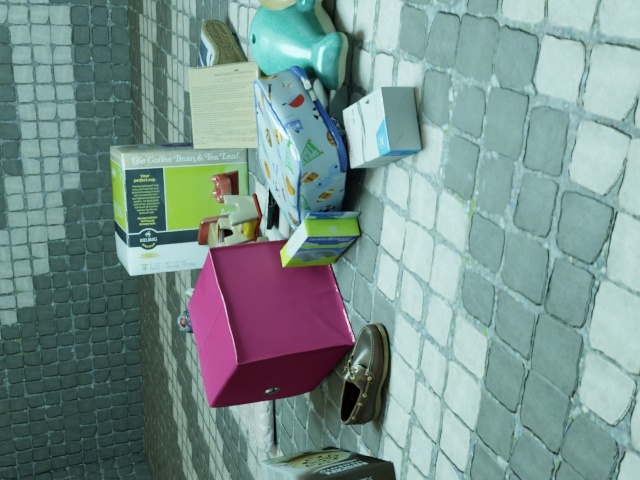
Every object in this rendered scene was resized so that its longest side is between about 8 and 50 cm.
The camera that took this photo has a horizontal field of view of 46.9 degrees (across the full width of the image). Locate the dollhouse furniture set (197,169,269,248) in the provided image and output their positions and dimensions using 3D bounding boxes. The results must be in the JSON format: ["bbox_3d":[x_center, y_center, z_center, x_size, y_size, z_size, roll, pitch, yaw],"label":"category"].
[{"bbox_3d":[-0.184,-0.026,1.754,0.374,0.152,0.201,111,145,-53],"label":"dollhouse furniture set"}]

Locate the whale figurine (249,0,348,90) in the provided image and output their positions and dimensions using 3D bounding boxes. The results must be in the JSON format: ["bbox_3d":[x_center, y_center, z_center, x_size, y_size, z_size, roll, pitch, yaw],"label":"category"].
[{"bbox_3d":[-0.044,-0.366,1.383,0.272,0.141,0.216,-130,40,-51],"label":"whale figurine"}]

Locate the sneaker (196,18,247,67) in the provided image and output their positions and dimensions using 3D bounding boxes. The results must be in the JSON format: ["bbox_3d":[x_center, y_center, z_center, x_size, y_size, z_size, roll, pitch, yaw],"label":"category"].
[{"bbox_3d":[-0.255,-0.425,1.914,0.153,0.099,0.282,112,145,-49],"label":"sneaker"}]

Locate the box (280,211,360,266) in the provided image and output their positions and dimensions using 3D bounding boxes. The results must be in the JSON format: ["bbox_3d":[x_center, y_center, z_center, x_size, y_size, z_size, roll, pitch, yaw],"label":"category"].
[{"bbox_3d":[0.000,0.000,1.413,0.178,0.109,0.043,130,133,-60],"label":"box"}]

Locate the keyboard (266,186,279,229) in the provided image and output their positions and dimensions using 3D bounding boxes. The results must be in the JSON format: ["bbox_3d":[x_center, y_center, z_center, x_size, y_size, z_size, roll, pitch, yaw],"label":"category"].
[{"bbox_3d":[-0.105,-0.112,1.745,0.100,0.038,0.192,-90,4,-63],"label":"keyboard"}]

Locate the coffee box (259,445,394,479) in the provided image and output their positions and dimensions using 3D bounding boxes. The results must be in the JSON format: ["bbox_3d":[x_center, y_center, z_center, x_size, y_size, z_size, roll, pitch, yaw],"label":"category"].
[{"bbox_3d":[0.010,0.488,1.442,0.297,0.168,0.119,159,103,-65],"label":"coffee box"}]

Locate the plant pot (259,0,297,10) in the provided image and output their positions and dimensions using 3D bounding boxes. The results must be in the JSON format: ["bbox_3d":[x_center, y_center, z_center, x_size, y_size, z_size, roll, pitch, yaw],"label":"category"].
[{"bbox_3d":[-0.047,-0.531,1.337,0.236,0.032,0.236,-25,54,39],"label":"plant pot"}]

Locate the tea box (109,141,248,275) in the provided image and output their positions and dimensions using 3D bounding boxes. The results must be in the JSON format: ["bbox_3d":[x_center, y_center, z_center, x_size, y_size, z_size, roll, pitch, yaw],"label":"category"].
[{"bbox_3d":[-0.379,-0.098,1.993,0.220,0.328,0.324,-152,60,-63],"label":"tea box"}]

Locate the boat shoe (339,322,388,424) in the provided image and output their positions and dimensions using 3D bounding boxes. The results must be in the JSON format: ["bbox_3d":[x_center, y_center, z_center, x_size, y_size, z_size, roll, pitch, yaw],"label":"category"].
[{"bbox_3d":[0.076,0.249,1.349,0.073,0.073,0.207,-139,49,-59],"label":"boat shoe"}]

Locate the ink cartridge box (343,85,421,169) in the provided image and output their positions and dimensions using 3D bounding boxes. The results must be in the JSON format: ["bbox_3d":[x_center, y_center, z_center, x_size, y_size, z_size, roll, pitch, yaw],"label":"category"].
[{"bbox_3d":[0.091,-0.179,1.218,0.180,0.060,0.104,165,98,-67],"label":"ink cartridge box"}]

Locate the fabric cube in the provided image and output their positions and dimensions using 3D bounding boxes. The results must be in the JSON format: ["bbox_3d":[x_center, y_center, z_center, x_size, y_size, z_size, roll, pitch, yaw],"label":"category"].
[{"bbox_3d":[-0.112,0.172,1.540,0.258,0.254,0.259,123,136,-54],"label":"fabric cube"}]

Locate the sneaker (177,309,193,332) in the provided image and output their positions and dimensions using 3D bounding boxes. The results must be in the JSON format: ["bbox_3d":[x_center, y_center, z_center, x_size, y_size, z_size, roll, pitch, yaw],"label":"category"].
[{"bbox_3d":[-0.395,0.268,2.381,0.262,0.125,0.104,154,107,-66],"label":"sneaker"}]

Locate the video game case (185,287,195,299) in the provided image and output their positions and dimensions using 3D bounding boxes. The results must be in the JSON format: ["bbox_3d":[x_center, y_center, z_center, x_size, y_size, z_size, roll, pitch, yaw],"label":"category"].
[{"bbox_3d":[-0.238,0.216,1.856,0.227,0.026,0.206,52,162,-17],"label":"video game case"}]

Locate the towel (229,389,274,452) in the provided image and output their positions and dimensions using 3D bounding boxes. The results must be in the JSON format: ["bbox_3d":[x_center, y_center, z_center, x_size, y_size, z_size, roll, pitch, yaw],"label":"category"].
[{"bbox_3d":[-0.203,0.375,2.056,0.317,0.053,0.332,-158,64,-64],"label":"towel"}]

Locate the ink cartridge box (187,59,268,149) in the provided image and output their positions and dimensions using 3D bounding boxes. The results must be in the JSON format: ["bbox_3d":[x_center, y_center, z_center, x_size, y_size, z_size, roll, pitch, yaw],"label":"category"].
[{"bbox_3d":[-0.195,-0.309,1.706,0.234,0.088,0.193,6,101,40],"label":"ink cartridge box"}]

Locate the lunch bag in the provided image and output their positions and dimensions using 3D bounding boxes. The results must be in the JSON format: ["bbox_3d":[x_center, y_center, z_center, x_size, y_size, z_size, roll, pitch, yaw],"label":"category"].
[{"bbox_3d":[-0.044,-0.171,1.379,0.303,0.114,0.243,98,149,-62],"label":"lunch bag"}]
